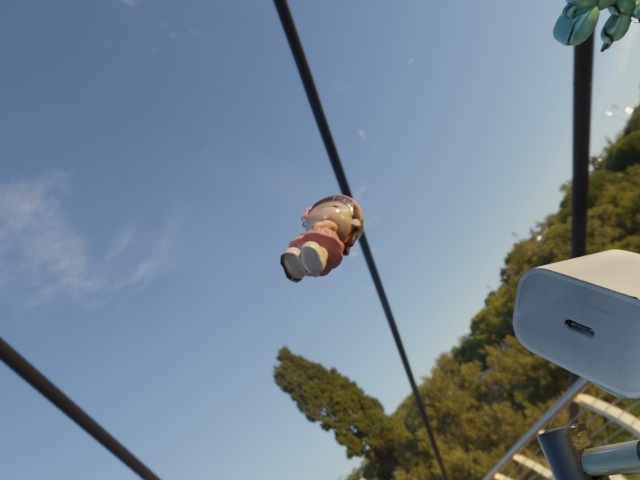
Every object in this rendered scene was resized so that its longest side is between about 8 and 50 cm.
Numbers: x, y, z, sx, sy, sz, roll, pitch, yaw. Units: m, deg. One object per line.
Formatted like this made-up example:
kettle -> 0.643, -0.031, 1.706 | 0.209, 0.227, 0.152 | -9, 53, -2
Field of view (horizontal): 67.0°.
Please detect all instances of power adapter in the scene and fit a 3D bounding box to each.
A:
power adapter -> 0.417, 0.091, 0.645 | 0.255, 0.187, 0.124 | -9, -71, -29

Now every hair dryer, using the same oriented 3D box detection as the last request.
hair dryer -> 0.301, 0.228, 0.487 | 0.056, 0.101, 0.198 | -9, -28, -14

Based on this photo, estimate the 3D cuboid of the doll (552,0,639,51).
doll -> 0.420, -0.349, 0.708 | 0.159, 0.059, 0.158 | 25, -61, -39

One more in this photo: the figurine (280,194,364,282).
figurine -> 0.000, 0.000, 0.462 | 0.072, 0.054, 0.129 | -20, 20, 27
